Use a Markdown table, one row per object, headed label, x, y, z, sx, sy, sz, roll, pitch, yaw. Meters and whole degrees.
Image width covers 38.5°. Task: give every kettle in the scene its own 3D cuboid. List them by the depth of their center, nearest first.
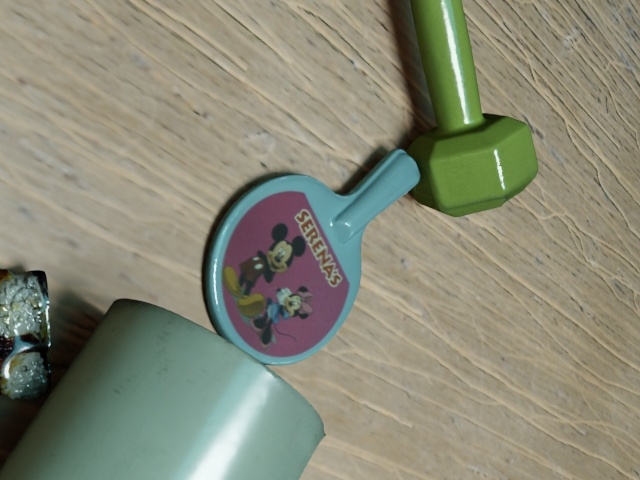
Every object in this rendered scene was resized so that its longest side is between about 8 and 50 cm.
| label | x | y | z | sx | sy | sz | roll | pitch | yaw |
| --- | --- | --- | --- | --- | --- | --- | --- | --- | --- |
| kettle | -0.120 | 0.197 | 0.579 | 0.255 | 0.165 | 0.240 | -61 | 158 | -23 |

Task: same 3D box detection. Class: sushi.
| label | x | y | z | sx | sy | sz | roll | pitch | yaw |
| --- | --- | --- | --- | --- | --- | --- | --- | --- | --- |
| sushi | -0.196 | 0.059 | 0.576 | 0.046 | 0.044 | 0.083 | -3 | 92 | -23 |

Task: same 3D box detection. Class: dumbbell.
| label | x | y | z | sx | sy | sz | roll | pitch | yaw |
| --- | --- | --- | --- | --- | --- | --- | --- | --- | --- |
| dumbbell | 0.110 | -0.175 | 0.811 | 0.108 | 0.121 | 0.302 | -19 | 109 | -14 |

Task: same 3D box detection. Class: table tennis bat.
| label | x | y | z | sx | sy | sz | roll | pitch | yaw |
| --- | --- | --- | --- | --- | --- | --- | --- | --- | --- |
| table tennis bat | 0.000 | 0.000 | 0.766 | 0.244 | 0.040 | 0.153 | -41 | 120 | -31 |
